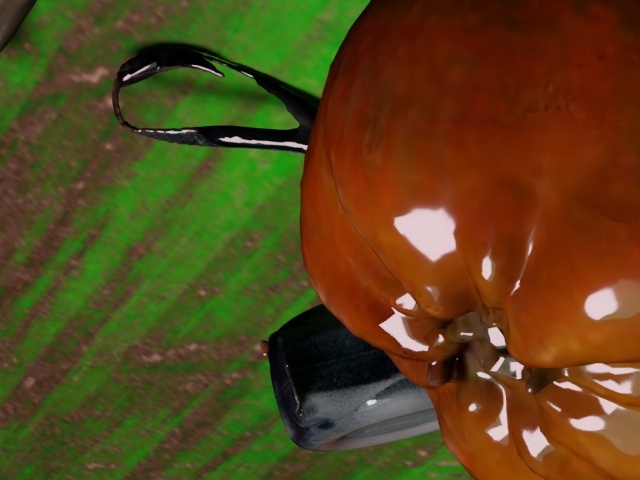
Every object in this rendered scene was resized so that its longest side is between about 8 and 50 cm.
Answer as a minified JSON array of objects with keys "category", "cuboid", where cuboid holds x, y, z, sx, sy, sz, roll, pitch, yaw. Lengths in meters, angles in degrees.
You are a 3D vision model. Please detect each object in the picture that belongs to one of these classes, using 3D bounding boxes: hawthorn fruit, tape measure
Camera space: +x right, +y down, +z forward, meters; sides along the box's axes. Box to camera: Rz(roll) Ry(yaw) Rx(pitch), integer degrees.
[{"category":"hawthorn fruit","cuboid":[0.090,-0.019,0.546,0.189,0.189,0.189,18,144,13]},{"category":"tape measure","cuboid":[0.003,-0.003,0.746,0.180,0.104,0.107,59,172,11]}]

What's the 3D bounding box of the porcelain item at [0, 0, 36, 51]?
[{"category":"porcelain item","cuboid":[-0.123,-0.113,0.654,0.081,0.069,0.216,18,143,6]}]
